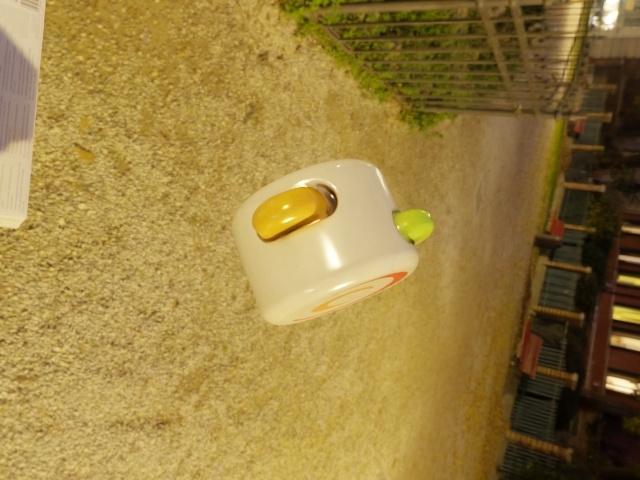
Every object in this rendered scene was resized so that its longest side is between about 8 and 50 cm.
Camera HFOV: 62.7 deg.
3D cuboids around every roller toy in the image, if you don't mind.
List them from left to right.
[{"bbox_3d":[0.000,0.000,0.599,0.209,0.191,0.146,-12,73,-35],"label":"roller toy"}]

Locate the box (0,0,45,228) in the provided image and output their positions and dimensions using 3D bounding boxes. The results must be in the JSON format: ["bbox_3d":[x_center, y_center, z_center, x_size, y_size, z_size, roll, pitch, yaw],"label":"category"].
[{"bbox_3d":[-0.395,-0.180,0.658,0.067,0.063,0.324,7,74,-39],"label":"box"}]
